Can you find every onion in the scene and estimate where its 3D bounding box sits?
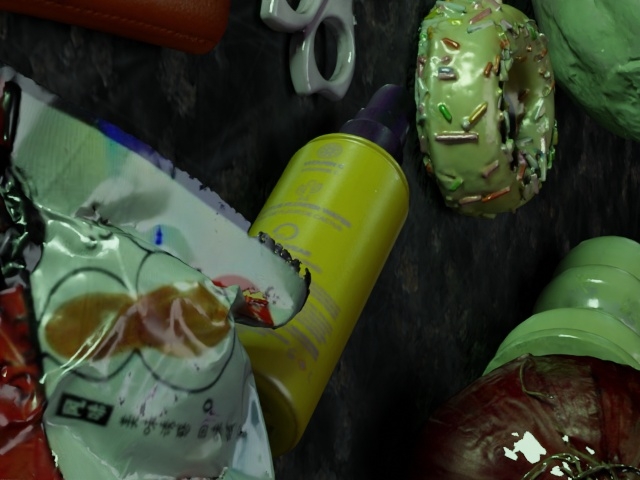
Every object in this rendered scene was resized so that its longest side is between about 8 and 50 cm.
[{"bbox_3d":[0.185,0.206,1.000,0.221,0.281,0.281,-37,132,-10],"label":"onion"}]

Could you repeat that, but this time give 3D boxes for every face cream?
[{"bbox_3d":[0.000,0.000,0.855,0.273,0.078,0.078,-62,140,-44],"label":"face cream"}]

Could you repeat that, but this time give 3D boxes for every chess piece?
[{"bbox_3d":[0.222,0.084,1.234,0.251,0.144,0.144,-53,134,-59],"label":"chess piece"}]

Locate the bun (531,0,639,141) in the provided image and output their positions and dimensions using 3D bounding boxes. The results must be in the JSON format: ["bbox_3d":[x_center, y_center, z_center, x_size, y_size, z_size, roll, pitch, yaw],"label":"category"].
[{"bbox_3d":[0.255,-0.236,1.248,0.293,0.187,0.293,12,90,-87],"label":"bun"}]

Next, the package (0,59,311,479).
[{"bbox_3d":[-0.107,0.028,0.648,0.269,0.071,0.194,24,54,-35],"label":"package"}]

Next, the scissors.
[{"bbox_3d":[0.014,-0.182,0.953,0.110,0.021,0.212,61,38,-36],"label":"scissors"}]

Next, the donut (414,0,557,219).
[{"bbox_3d":[0.127,-0.099,1.115,0.174,0.068,0.174,7,83,-63],"label":"donut"}]

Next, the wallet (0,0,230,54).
[{"bbox_3d":[-0.109,-0.167,0.692,0.204,0.045,0.142,1,90,-62],"label":"wallet"}]
